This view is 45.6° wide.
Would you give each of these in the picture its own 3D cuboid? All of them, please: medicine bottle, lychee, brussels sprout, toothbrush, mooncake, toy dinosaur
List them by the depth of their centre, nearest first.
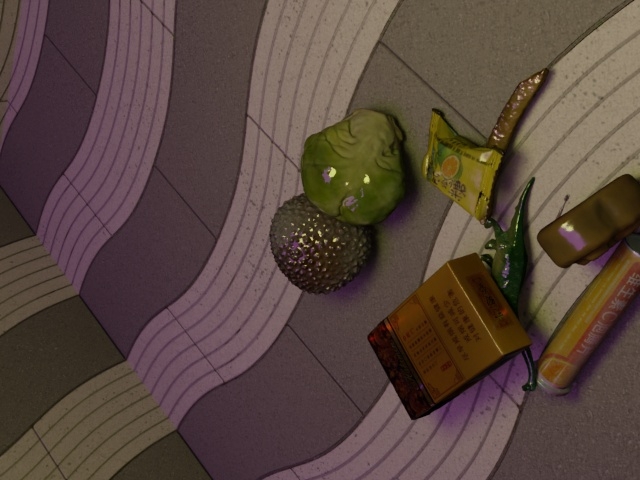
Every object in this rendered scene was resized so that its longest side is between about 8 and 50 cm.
[{"bbox_3d":[0.569,-0.030,1.595,0.117,0.234,0.235,54,135,10],"label":"mooncake"},{"bbox_3d":[0.611,0.172,1.711,0.108,0.108,0.426,41,130,26],"label":"medicine bottle"},{"bbox_3d":[0.549,-0.064,1.747,0.006,0.008,0.097,47,136,40],"label":"toothbrush"},{"bbox_3d":[0.474,0.100,1.787,0.301,0.087,0.447,46,127,41],"label":"toy dinosaur"},{"bbox_3d":[0.080,-0.190,1.966,0.273,0.242,0.317,-7,78,15],"label":"brussels sprout"},{"bbox_3d":[-0.005,-0.001,2.124,0.300,0.300,0.300,19,119,39],"label":"lychee"}]

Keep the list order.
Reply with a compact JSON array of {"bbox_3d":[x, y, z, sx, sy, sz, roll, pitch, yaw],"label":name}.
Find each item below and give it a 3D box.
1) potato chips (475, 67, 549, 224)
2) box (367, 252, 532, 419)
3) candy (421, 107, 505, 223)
[{"bbox_3d":[0.425,-0.225,1.768,0.080,0.057,0.407,34,128,26],"label":"potato chips"},{"bbox_3d":[0.301,0.248,1.896,0.264,0.115,0.415,60,142,20],"label":"box"},{"bbox_3d":[0.326,-0.185,1.823,0.297,0.081,0.187,-130,44,-55],"label":"candy"}]
